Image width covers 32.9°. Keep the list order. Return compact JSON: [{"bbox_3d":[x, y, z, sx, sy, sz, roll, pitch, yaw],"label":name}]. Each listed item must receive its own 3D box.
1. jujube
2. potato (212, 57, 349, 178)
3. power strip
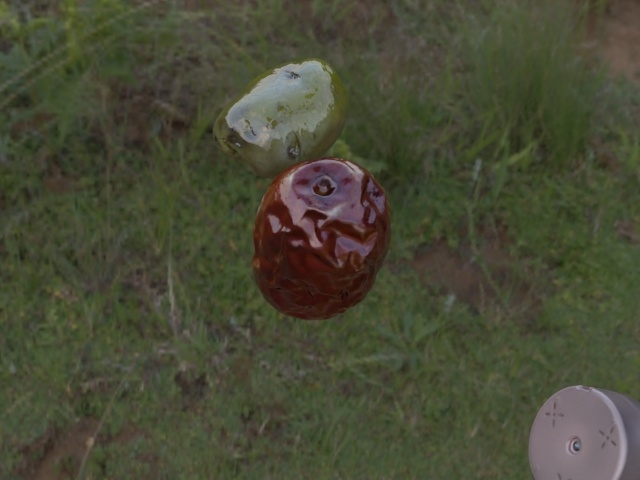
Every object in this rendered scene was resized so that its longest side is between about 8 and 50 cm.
[{"bbox_3d":[0.000,0.000,1.365,0.174,0.250,0.174,2,54,-3],"label":"jujube"},{"bbox_3d":[-0.049,-0.171,1.512,0.200,0.137,0.154,-38,69,-26],"label":"potato"},{"bbox_3d":[0.332,0.257,1.317,0.078,0.154,0.154,16,38,-36],"label":"power strip"}]
